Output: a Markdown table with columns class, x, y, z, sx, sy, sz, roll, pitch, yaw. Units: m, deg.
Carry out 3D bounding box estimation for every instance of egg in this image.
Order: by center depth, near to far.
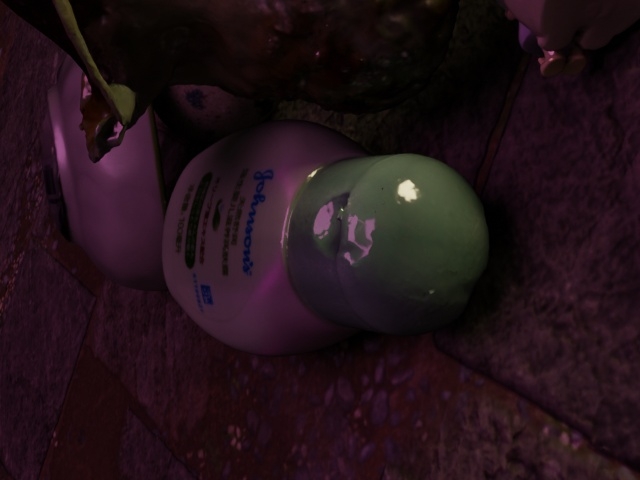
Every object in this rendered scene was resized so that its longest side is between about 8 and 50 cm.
| class | x | y | z | sx | sy | sz | roll | pitch | yaw |
| --- | --- | --- | --- | --- | --- | --- | --- | --- | --- |
| egg | -0.109 | -0.183 | 1.146 | 0.181 | 0.141 | 0.141 | -18 | 63 | 38 |

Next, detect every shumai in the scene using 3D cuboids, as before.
| class | x | y | z | sx | sy | sz | roll | pitch | yaw |
| --- | --- | --- | --- | --- | --- | --- | --- | --- | --- |
| shumai | -0.113 | -0.260 | 0.864 | 0.395 | 0.348 | 0.395 | 166 | 90 | -71 |

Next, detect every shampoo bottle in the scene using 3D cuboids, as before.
| class | x | y | z | sx | sy | sz | roll | pitch | yaw |
| --- | --- | --- | --- | --- | --- | --- | --- | --- | --- |
| shampoo bottle | 0.000 | 0.000 | 0.914 | 0.349 | 0.151 | 0.222 | 5 | 79 | 54 |

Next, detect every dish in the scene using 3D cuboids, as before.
| class | x | y | z | sx | sy | sz | roll | pitch | yaw |
| --- | --- | --- | --- | --- | --- | --- | --- | --- | --- |
| dish | -0.259 | -0.091 | 1.209 | 0.324 | 0.124 | 0.324 | 171 | 90 | -77 |

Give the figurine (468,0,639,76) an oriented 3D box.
| class | x | y | z | sx | sy | sz | roll | pitch | yaw |
| --- | --- | --- | --- | --- | --- | --- | --- | --- | --- |
| figurine | 0.164 | -0.258 | 0.798 | 0.155 | 0.127 | 0.236 | 91 | 163 | -53 |
